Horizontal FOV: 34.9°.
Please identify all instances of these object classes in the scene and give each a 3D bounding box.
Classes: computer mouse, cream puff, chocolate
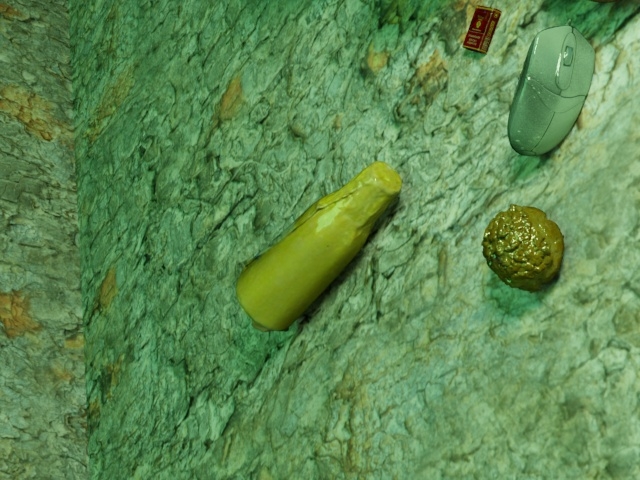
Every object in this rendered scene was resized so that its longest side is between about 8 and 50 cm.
[{"bbox_3d":[0.370,-0.239,1.616,0.068,0.113,0.229,-130,56,-68],"label":"computer mouse"},{"bbox_3d":[0.313,0.009,1.610,0.126,0.103,0.144,-59,31,27],"label":"cream puff"},{"bbox_3d":[0.000,0.000,2.050,0.445,0.162,0.162,-47,43,33],"label":"chocolate"}]

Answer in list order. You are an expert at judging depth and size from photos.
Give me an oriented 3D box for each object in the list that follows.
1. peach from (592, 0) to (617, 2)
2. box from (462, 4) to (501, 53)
[{"bbox_3d":[0.429,-0.454,1.550,0.184,0.184,0.184,-26,58,50],"label":"peach"},{"bbox_3d":[0.294,-0.385,1.856,0.051,0.023,0.082,31,104,55],"label":"box"}]
